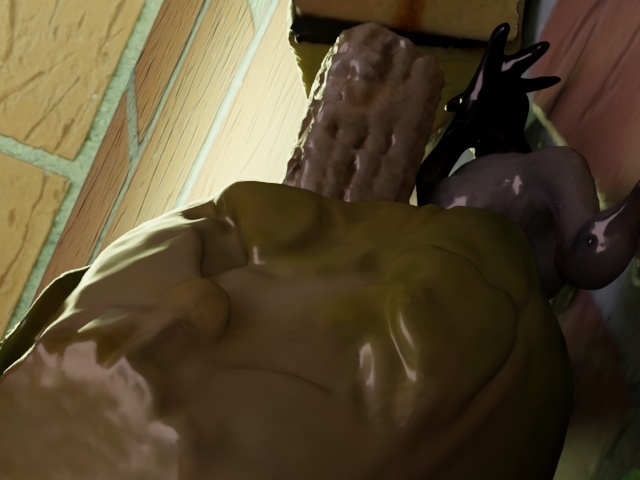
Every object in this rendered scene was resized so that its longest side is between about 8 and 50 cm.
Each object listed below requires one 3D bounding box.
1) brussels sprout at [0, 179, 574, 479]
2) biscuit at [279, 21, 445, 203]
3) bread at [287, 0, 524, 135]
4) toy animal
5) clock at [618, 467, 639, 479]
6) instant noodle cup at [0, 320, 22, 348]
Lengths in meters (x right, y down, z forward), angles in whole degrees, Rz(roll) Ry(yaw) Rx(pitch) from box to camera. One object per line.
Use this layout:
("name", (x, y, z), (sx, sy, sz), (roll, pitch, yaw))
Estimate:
("brussels sprout", (-0.033, 0.102, 0.821), (0.344, 0.268, 0.344), (-42, -30, -31))
("biscuit", (0.000, 0.000, 1.140), (0.426, 0.078, 0.144), (115, 173, -72))
("bread", (0.082, -0.144, 1.297), (0.264, 0.163, 0.167), (75, -157, -60))
("toy animal", (0.103, -0.012, 0.965), (0.324, 0.090, 0.195), (-120, 52, -72))
("clock", (0.096, 0.203, 0.700), (0.144, 0.103, 0.231), (25, 95, 66))
("instant noodle cup", (-0.138, 0.242, 1.132), (0.325, 0.254, 0.325), (-59, 17, 30))
